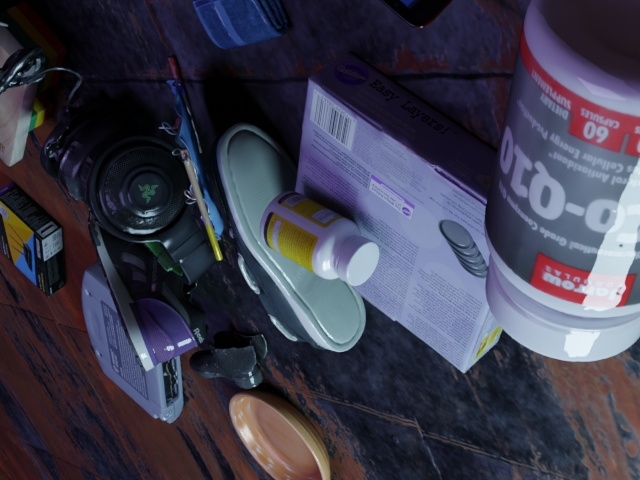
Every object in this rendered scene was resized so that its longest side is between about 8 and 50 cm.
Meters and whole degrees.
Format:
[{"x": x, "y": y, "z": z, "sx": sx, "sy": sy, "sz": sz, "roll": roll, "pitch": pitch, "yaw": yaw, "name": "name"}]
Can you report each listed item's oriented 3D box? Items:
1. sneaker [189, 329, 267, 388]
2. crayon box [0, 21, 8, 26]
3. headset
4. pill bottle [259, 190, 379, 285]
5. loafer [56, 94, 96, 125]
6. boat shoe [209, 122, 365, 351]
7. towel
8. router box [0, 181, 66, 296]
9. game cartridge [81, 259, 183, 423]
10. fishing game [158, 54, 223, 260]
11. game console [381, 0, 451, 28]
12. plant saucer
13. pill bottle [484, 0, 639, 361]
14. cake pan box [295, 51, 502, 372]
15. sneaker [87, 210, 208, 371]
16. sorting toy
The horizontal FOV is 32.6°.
[{"x": -0.138, "y": 0.163, "z": 1.597, "sx": 0.170, "sy": 0.051, "sz": 0.089, "roll": 11, "pitch": 131, "yaw": 41, "name": "sneaker"}, {"x": -0.566, "y": -0.283, "z": 1.358, "sx": 0.323, "sy": 0.203, "sz": 0.083, "roll": 22, "pitch": 97, "yaw": 39, "name": "crayon box"}, {"x": -0.280, "y": -0.077, "z": 1.366, "sx": 0.243, "sy": 0.185, "sz": 0.394, "roll": 36, "pitch": 162, "yaw": 44, "name": "headset"}, {"x": 0.000, "y": 0.000, "z": 1.095, "sx": 0.116, "sy": 0.065, "sz": 0.065, "roll": 29, "pitch": 143, "yaw": 35, "name": "pill bottle"}, {"x": -0.342, "y": -0.159, "z": 1.511, "sx": 0.061, "sy": 0.062, "sz": 0.170, "roll": 53, "pitch": 148, "yaw": 6, "name": "loafer"}, {"x": -0.056, "y": 0.005, "z": 1.256, "sx": 0.091, "sy": 0.114, "sz": 0.302, "roll": -1, "pitch": 121, "yaw": 46, "name": "boat shoe"}, {"x": -0.084, "y": -0.231, "z": 1.124, "sx": 0.119, "sy": 0.029, "sz": 0.067, "roll": 1, "pitch": 124, "yaw": 52, "name": "towel"}, {"x": -0.505, "y": 0.000, "z": 1.905, "sx": 0.133, "sy": 0.046, "sz": 0.179, "roll": 40, "pitch": 148, "yaw": 19, "name": "router box"}, {"x": -0.316, "y": 0.165, "z": 1.828, "sx": 0.196, "sy": 0.060, "sz": 0.294, "roll": 33, "pitch": 145, "yaw": 22, "name": "game cartridge"}, {"x": -0.148, "y": -0.088, "z": 1.221, "sx": 0.264, "sy": 0.041, "sz": 0.189, "roll": -109, "pitch": 4, "yaw": -53, "name": "fishing game"}, {"x": 0.068, "y": -0.261, "z": 0.838, "sx": 0.144, "sy": 0.085, "sz": 0.124, "roll": 43, "pitch": 149, "yaw": 12, "name": "game console"}, {"x": -0.055, "y": 0.299, "z": 1.641, "sx": 0.200, "sy": 0.037, "sz": 0.200, "roll": 34, "pitch": 146, "yaw": 27, "name": "plant saucer"}, {"x": 0.208, "y": -0.047, "z": 0.803, "sx": 0.161, "sy": 0.161, "sz": 0.283, "roll": 34, "pitch": 144, "yaw": 26, "name": "pill bottle"}, {"x": 0.082, "y": -0.025, "z": 1.089, "sx": 0.267, "sy": 0.070, "sz": 0.245, "roll": 37, "pitch": 144, "yaw": 23, "name": "cake pan box"}, {"x": -0.243, "y": 0.052, "z": 1.580, "sx": 0.107, "sy": 0.124, "sz": 0.283, "roll": 82, "pitch": 164, "yaw": -58, "name": "sneaker"}, {"x": -0.467, "y": -0.274, "z": 1.523, "sx": 0.255, "sy": 0.089, "sz": 0.257, "roll": 48, "pitch": 150, "yaw": 5, "name": "sorting toy"}]
